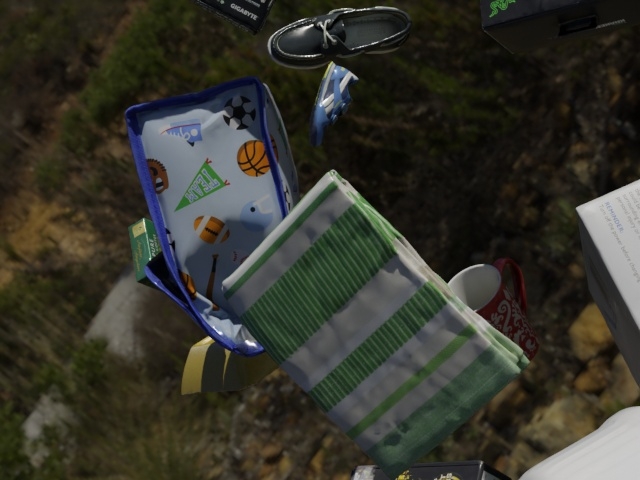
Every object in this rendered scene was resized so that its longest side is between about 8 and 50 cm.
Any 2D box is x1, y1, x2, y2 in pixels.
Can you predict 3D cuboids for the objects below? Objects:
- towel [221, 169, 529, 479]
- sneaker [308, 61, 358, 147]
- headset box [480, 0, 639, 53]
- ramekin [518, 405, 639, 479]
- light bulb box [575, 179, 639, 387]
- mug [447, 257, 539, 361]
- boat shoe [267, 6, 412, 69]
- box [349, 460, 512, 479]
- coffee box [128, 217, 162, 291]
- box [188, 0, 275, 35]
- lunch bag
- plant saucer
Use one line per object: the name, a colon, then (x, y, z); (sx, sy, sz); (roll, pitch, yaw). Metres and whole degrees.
towel: (0.054, 0.104, 1.326); (0.248, 0.325, 0.038); (-45, -1, 27)
sneaker: (0.019, -0.217, 1.795); (0.053, 0.059, 0.144); (163, 125, -79)
headset box: (0.351, -0.417, 1.549); (0.131, 0.246, 0.282); (16, -112, -58)
ramekin: (0.295, 0.307, 1.025); (0.135, 0.277, 0.277); (-21, -17, -17)
light bulb box: (0.570, 0.033, 1.510); (0.361, 0.225, 0.358); (-24, -25, 6)
mug: (0.310, 0.125, 1.882); (0.150, 0.169, 0.113); (-39, 31, 1)
boat shoe: (0.041, -0.431, 2.294); (0.303, 0.114, 0.091); (-15, -5, -12)
box: (0.145, 0.574, 1.861); (0.318, 0.097, 0.394); (-16, 49, 49)
coffee box: (-0.250, 0.041, 1.900); (0.040, 0.113, 0.184); (-27, -30, 24)
box: (-0.142, -0.400, 1.467); (0.175, 0.220, 0.051); (-64, 9, -1)
lunch bag: (-0.141, -0.034, 1.668); (0.239, 0.385, 0.328); (-14, 7, 3)
plant saucer: (-0.097, 0.172, 2.116); (0.333, 0.081, 0.333); (-32, 7, -28)
